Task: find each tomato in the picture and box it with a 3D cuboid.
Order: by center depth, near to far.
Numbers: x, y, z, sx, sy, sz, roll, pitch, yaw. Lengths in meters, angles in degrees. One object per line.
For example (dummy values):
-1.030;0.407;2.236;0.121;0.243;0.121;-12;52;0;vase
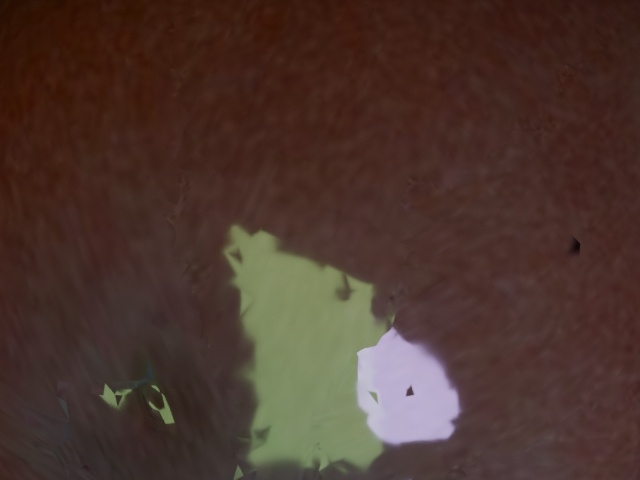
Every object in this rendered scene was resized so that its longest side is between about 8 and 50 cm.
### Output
0.000;0.000;0.547;0.256;0.224;0.256;8;115;18;tomato
